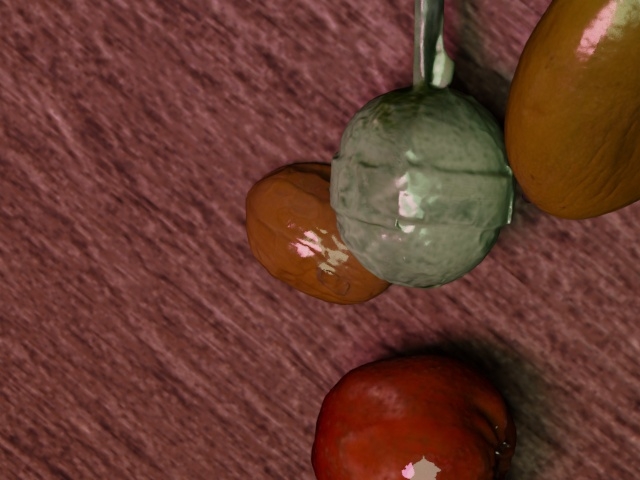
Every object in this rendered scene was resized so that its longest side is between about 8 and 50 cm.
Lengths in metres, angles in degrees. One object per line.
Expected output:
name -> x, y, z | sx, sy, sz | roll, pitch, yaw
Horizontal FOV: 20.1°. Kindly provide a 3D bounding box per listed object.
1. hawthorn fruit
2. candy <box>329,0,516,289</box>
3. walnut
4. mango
hawthorn fruit -> 0.059, 0.138, 1.209 | 0.138, 0.133, 0.133 | 10, 112, 22
candy -> 0.070, -0.187, 1.117 | 0.119, 0.119, 0.440 | 5, 102, 14
walnut -> 0.000, 0.000, 1.216 | 0.121, 0.052, 0.091 | 27, 111, 3
mango -> 0.180, -0.107, 1.055 | 0.137, 0.091, 0.237 | -17, 141, -21
